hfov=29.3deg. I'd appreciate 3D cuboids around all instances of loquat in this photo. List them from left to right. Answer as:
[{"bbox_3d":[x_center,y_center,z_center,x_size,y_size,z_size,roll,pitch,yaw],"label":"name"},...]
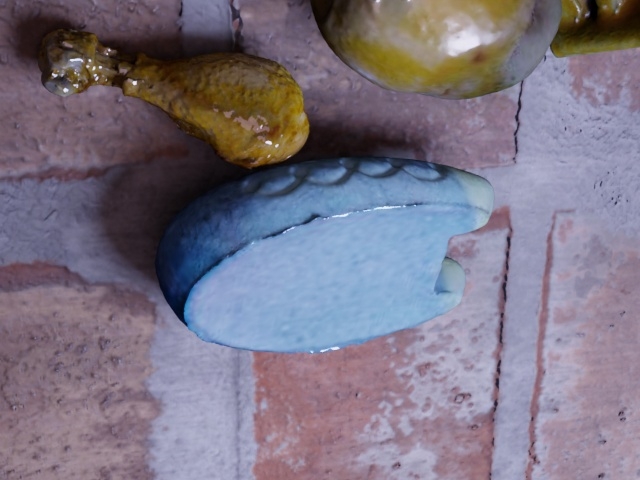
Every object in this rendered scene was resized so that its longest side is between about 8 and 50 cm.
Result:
[{"bbox_3d":[0.106,-0.216,1.092,0.228,0.179,0.179,7,109,-20],"label":"loquat"}]

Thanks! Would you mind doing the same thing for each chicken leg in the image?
[{"bbox_3d":[-0.130,-0.136,1.104,0.252,0.107,0.087,15,124,-12],"label":"chicken leg"}]

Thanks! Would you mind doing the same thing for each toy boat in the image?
[{"bbox_3d":[0.000,0.000,1.181,0.330,0.123,0.215,-10,141,-18],"label":"toy boat"}]

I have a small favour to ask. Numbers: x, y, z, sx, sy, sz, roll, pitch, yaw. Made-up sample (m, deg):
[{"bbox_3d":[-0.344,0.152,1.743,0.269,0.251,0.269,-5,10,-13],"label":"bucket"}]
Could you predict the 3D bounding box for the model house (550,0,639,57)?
[{"bbox_3d":[0.323,-0.304,1.111,0.268,0.173,0.239,-18,108,0],"label":"model house"}]
